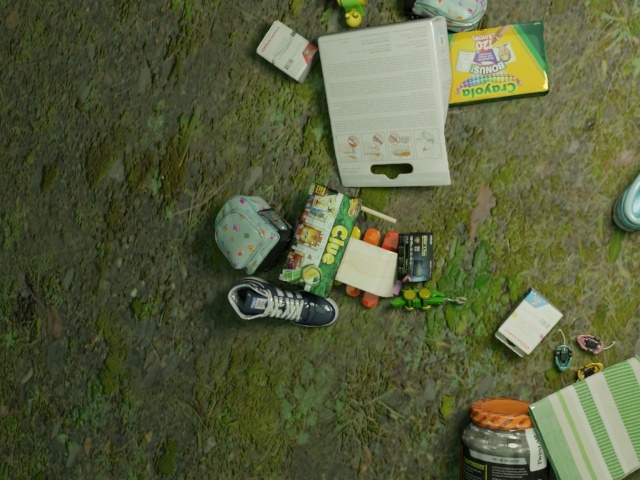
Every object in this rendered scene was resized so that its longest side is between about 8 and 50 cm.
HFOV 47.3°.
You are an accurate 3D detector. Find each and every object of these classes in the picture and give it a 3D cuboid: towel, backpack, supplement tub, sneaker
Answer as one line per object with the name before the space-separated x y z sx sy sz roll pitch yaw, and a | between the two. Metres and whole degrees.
towel | 0.652 0.429 1.676 0.325 0.038 0.247 -21 88 -16
backpack | 0.305 -0.571 1.743 0.182 0.115 0.151 31 97 8
supplement tub | 0.433 0.558 1.725 0.207 0.207 0.337 1 94 14
backpack | -0.185 -0.024 1.872 0.188 0.144 0.166 52 122 24
sneaker | 0.806 -0.165 1.624 0.135 0.150 0.365 36 100 9
sneaker | -0.102 0.166 1.861 0.282 0.153 0.099 15 97 12

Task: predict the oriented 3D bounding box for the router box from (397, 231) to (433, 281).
router box | 0.235 0.041 1.803 0.038 0.092 0.122 6 96 48

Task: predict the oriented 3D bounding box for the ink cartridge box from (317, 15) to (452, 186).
ink cartridge box | 0.169 -0.326 1.774 0.308 0.091 0.384 2 111 33

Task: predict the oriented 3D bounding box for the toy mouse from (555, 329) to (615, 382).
toy mouse | 0.618 0.267 1.754 0.161 0.031 0.143 -43 83 12

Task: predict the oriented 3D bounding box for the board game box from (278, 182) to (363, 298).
board game box | 0.000 0.000 1.808 0.136 0.030 0.259 20 97 10

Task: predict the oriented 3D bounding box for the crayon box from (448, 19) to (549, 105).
crayon box | 0.394 -0.414 1.746 0.279 0.081 0.165 -6 91 14

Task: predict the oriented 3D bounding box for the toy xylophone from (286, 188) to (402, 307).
toy xylophone | 0.075 0.016 1.846 0.323 0.081 0.236 29 99 11

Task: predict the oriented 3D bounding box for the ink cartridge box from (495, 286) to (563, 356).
ink cartridge box | 0.495 0.197 1.750 0.092 0.090 0.143 40 102 9

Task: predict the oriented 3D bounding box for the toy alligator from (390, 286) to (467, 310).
toy alligator | 0.268 0.138 1.827 0.190 0.056 0.051 -5 48 8

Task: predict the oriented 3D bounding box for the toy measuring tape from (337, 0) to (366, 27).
toy measuring tape | 0.071 -0.693 1.794 0.122 0.121 0.329 -2 92 14

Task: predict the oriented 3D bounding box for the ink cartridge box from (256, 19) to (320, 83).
ink cartridge box | -0.079 -0.482 1.870 0.135 0.056 0.099 37 100 9
